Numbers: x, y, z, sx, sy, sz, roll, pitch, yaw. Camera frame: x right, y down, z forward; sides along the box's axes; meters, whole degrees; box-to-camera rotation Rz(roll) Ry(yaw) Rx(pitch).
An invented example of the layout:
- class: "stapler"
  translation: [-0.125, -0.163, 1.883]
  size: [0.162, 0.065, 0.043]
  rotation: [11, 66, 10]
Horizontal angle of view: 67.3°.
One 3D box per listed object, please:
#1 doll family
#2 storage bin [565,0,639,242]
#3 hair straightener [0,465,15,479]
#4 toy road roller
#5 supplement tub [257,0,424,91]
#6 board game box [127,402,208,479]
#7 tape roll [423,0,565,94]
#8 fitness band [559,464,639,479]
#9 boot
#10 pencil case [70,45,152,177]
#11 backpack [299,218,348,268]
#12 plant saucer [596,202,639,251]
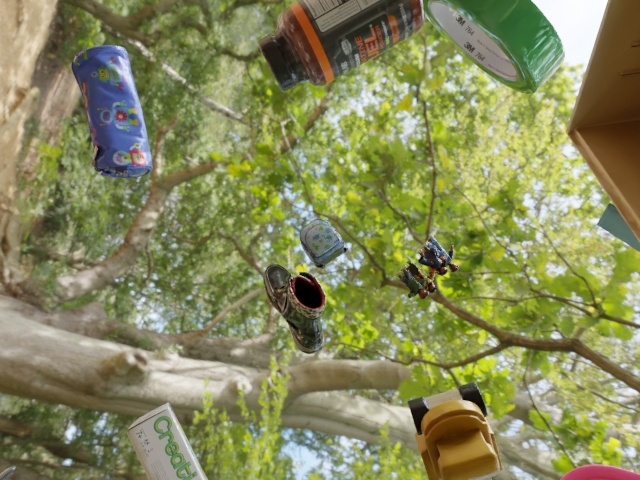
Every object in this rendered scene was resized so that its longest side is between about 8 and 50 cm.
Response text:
- class: "doll family"
  translation: [0.278, 0.074, 1.216]
  size: [0.193, 0.111, 0.076]
  rotation: [-45, 175, -9]
- class: "storage bin"
  translation: [0.403, -0.149, 0.505]
  size: [0.262, 0.123, 0.260]
  rotation: [80, 4, -49]
- class: "hair straightener"
  translation: [-0.593, 0.440, 0.755]
  size: [0.047, 0.089, 0.230]
  rotation: [-29, -176, 39]
- class: "toy road roller"
  translation: [0.366, 0.559, 1.255]
  size: [0.202, 0.329, 0.240]
  rotation: [-18, -159, 5]
- class: "supplement tub"
  translation: [0.022, -0.265, 0.604]
  size: [0.198, 0.106, 0.106]
  rotation: [-28, -143, 6]
- class: "board game box"
  translation: [-0.142, 0.350, 0.588]
  size: [0.305, 0.053, 0.193]
  rotation: [61, -23, 6]
- class: "tape roll"
  translation: [0.326, -0.422, 0.947]
  size: [0.077, 0.321, 0.321]
  rotation: [-48, -148, 15]
- class: "fitness band"
  translation: [0.586, 0.539, 0.888]
  size: [0.291, 0.054, 0.209]
  rotation: [7, -129, 36]
- class: "boot"
  translation: [-0.055, 0.107, 1.032]
  size: [0.236, 0.085, 0.178]
  rotation: [57, -23, 32]
- class: "pencil case"
  translation: [-0.482, -0.289, 1.109]
  size: [0.119, 0.133, 0.306]
  rotation: [-9, -87, 52]
- class: "backpack"
  translation: [0.000, 0.000, 1.296]
  size: [0.105, 0.084, 0.114]
  rotation: [-34, -115, -10]
- class: "plant saucer"
  translation: [0.776, -0.017, 1.193]
  size: [0.067, 0.192, 0.018]
  rotation: [-59, -177, -5]
